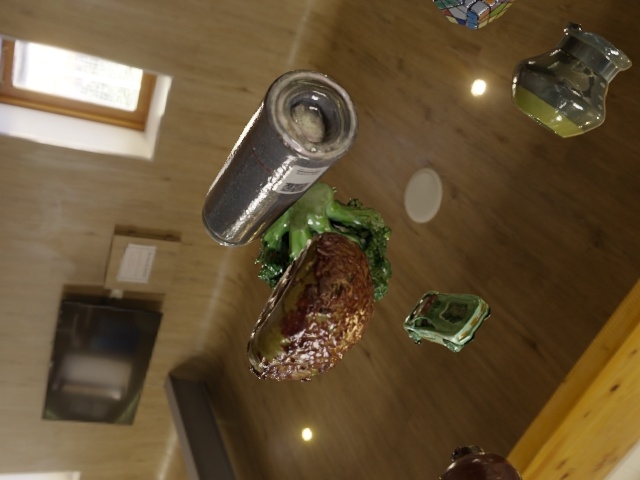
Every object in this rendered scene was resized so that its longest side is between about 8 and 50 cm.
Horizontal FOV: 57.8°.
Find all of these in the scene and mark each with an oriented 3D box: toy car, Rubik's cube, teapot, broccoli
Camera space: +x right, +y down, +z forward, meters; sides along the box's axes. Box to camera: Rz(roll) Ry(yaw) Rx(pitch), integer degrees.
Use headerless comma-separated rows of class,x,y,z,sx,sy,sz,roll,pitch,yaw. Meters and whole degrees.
toy car,0.183,0.117,0.899,0.093,0.058,0.186,-51,-163,-14
Rubik's cube,0.192,-0.318,0.712,0.093,0.111,0.111,73,1,-52
teapot,0.324,-0.198,0.745,0.119,0.166,0.130,-55,-129,18
broccoli,0.000,0.000,1.050,0.245,0.265,0.294,73,-2,-57

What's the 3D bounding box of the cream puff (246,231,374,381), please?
cream puff,-0.004,0.066,0.521,0.149,0.085,0.149,-58,-176,6

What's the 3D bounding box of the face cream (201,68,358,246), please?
face cream,-0.055,-0.053,0.532,0.283,0.073,0.073,145,-52,-63

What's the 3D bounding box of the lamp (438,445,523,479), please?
lamp,0.327,0.535,1.134,0.257,0.180,0.180,-101,-149,-45
